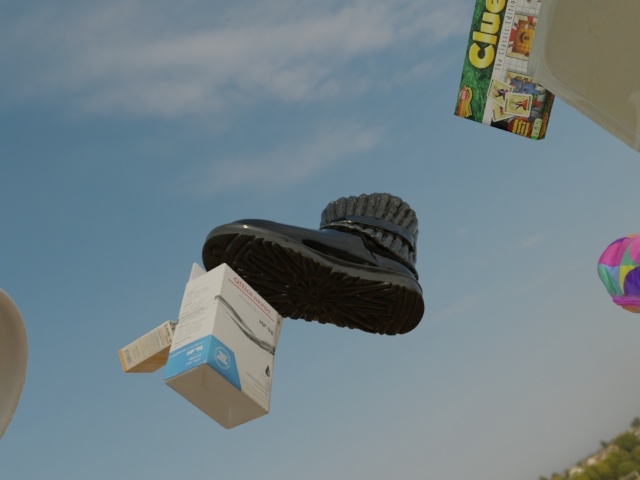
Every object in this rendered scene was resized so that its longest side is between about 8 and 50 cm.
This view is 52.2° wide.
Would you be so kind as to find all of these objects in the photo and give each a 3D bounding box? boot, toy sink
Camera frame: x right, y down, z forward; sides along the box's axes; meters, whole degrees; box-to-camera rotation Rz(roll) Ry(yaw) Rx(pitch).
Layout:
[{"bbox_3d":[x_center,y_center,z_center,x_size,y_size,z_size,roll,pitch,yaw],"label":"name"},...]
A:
[{"bbox_3d":[-0.001,0.003,1.029,0.347,0.260,0.131,19,-55,-12],"label":"boot"},{"bbox_3d":[0.258,-0.200,0.429,0.152,0.131,0.234,-28,-35,-19],"label":"toy sink"}]

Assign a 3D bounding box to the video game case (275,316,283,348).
[{"bbox_3d":[-0.160,0.204,1.317,0.157,0.019,0.143,16,-95,-30],"label":"video game case"}]

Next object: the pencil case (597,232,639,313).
[{"bbox_3d":[0.392,0.035,0.680,0.104,0.104,0.236,-28,0,-8],"label":"pencil case"}]

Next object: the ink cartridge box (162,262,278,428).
[{"bbox_3d":[-0.103,0.102,0.729,0.060,0.180,0.104,-28,-55,23],"label":"ink cartridge box"}]

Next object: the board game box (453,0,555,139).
[{"bbox_3d":[0.263,-0.276,0.865,0.030,0.136,0.260,-20,-54,-41],"label":"board game box"}]

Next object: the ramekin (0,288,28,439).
[{"bbox_3d":[-0.483,0.163,0.740,0.277,0.135,0.277,12,-90,-76],"label":"ramekin"}]

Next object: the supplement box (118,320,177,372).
[{"bbox_3d":[-0.232,0.155,0.943,0.098,0.036,0.062,-31,-23,17],"label":"supplement box"}]
